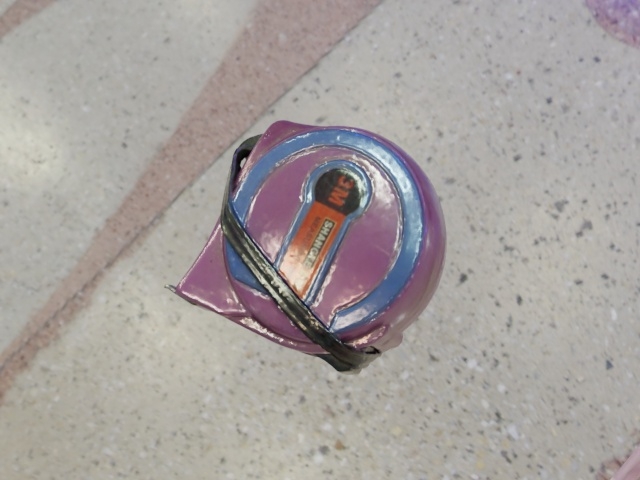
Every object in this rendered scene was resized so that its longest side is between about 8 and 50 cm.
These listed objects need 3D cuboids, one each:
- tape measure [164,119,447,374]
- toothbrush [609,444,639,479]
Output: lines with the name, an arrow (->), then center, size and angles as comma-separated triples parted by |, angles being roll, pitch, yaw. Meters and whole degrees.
tape measure -> 0.000, 0.000, 0.477 | 0.125, 0.074, 0.118 | 27, 87, 16
toothbrush -> 0.255, 0.183, 0.765 | 0.025, 0.020, 0.286 | -80, 15, -58
